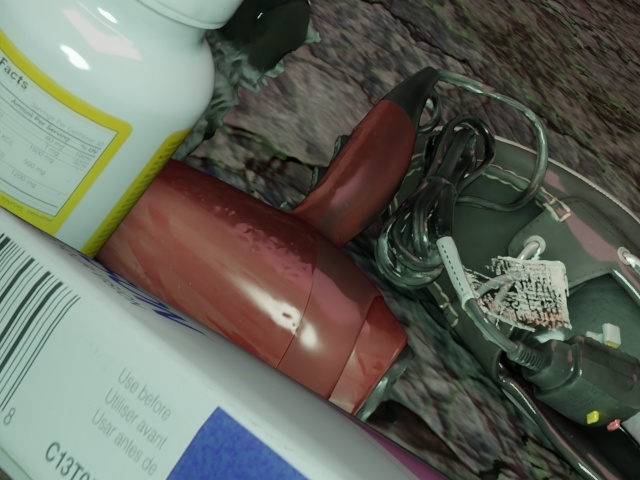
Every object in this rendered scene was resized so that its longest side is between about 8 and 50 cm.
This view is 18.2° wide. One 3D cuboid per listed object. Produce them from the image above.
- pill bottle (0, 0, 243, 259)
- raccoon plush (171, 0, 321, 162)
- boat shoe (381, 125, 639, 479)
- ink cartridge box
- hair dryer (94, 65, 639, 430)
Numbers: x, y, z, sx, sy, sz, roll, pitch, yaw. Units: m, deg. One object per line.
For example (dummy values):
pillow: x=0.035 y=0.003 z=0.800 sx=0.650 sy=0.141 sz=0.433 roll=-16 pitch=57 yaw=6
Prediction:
pill bottle: x=-0.107 y=-0.055 z=0.793 sx=0.103 sy=0.184 sz=0.103 roll=33 pitch=24 yaw=-17
raccoon plush: x=-0.190 y=-0.210 z=0.953 sx=0.446 sy=0.216 sz=0.299 roll=8 pitch=30 yaw=-50
boat shoe: x=0.159 y=0.066 z=1.061 sx=0.335 sy=0.112 sz=0.095 roll=44 pitch=19 yaw=2
ink cartridge box: x=0.050 y=0.122 z=0.641 sx=0.330 sy=0.071 sz=0.324 roll=32 pitch=-1 yaw=-40
hair dryer: x=0.000 y=0.000 z=0.949 sx=0.293 sy=0.080 sz=0.223 roll=10 pitch=40 yaw=-28
